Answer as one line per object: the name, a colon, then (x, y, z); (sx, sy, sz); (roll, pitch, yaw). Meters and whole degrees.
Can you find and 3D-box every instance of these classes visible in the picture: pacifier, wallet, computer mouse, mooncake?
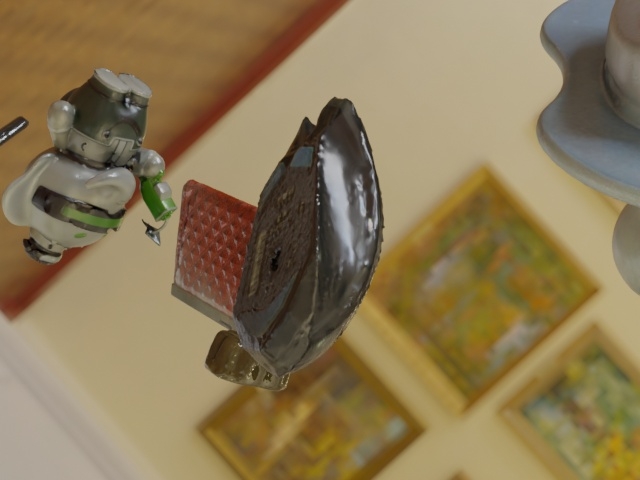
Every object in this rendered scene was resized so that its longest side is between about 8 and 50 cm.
pacifier: (0.256, -0.057, 1.303); (0.299, 0.244, 0.233); (-77, 176, -55)
wallet: (-0.061, 0.022, 1.569); (0.020, 0.103, 0.196); (0, -166, -33)
computer mouse: (0.000, 0.000, 0.884); (0.079, 0.047, 0.135); (-37, -141, 52)
mooncake: (-0.141, 0.022, 1.229); (0.347, 0.150, 0.057); (44, 65, -60)

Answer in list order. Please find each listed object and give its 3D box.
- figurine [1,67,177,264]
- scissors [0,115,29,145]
figurine: (-0.215, -0.061, 1.823); (0.147, 0.126, 0.192); (5, 120, -49)
scissors: (-0.312, -0.040, 1.574); (0.220, 0.017, 0.088); (-40, -173, -33)
